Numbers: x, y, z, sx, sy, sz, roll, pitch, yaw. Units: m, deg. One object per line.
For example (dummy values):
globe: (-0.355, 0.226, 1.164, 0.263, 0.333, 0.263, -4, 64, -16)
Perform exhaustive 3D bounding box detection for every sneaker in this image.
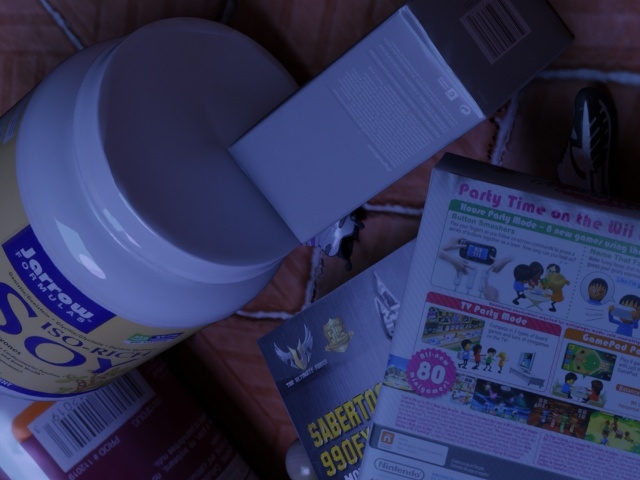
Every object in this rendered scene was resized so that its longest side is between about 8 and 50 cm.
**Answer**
sneaker: (0.000, 0.000, 1.592, 0.069, 0.038, 0.098, 50, 141, -1)
sneaker: (0.186, -0.061, 1.376, 0.044, 0.040, 0.109, 18, 131, 34)

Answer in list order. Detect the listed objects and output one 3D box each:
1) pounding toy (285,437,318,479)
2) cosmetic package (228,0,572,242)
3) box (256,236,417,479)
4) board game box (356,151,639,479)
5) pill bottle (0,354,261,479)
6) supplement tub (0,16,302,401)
pounding toy: (0.066, 0.263, 1.686, 0.183, 0.110, 0.237, 59, 180, -26)
cosmetic package: (0.053, -0.104, 1.396, 0.107, 0.127, 0.238, 53, 138, -6)
box: (0.070, 0.111, 1.536, 0.231, 0.056, 0.183, -33, 77, 41)
board game box: (0.152, 0.115, 1.344, 0.224, 0.097, 0.303, 15, 101, 7)
pill bottle: (-0.159, 0.271, 1.808, 0.392, 0.224, 0.224, 52, 140, -3)
supplement tub: (-0.169, -0.021, 1.570, 0.241, 0.241, 0.331, 53, 140, -5)
